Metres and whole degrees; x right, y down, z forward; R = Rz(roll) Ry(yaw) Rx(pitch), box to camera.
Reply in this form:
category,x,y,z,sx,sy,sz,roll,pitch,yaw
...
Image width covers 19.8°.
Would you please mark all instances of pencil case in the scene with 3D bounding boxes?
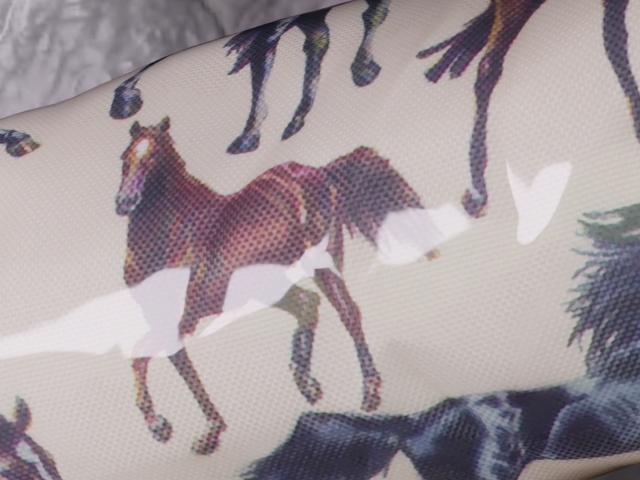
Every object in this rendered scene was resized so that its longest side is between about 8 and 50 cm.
category,x,y,z,sx,sy,sz,roll,pitch,yaw
pencil case,0.000,0.000,0.578,0.410,0.183,0.160,-15,132,18
